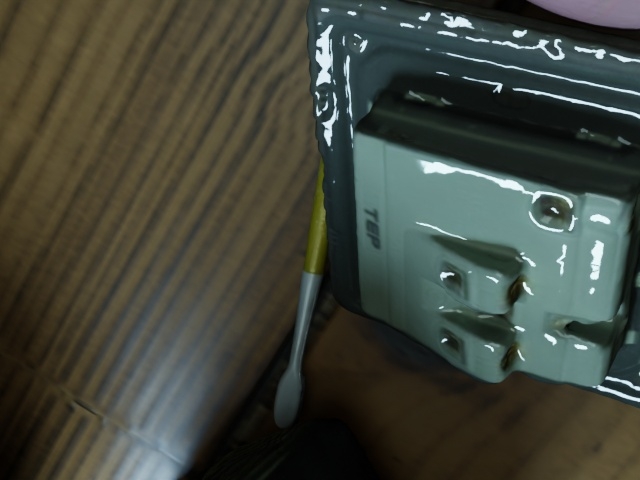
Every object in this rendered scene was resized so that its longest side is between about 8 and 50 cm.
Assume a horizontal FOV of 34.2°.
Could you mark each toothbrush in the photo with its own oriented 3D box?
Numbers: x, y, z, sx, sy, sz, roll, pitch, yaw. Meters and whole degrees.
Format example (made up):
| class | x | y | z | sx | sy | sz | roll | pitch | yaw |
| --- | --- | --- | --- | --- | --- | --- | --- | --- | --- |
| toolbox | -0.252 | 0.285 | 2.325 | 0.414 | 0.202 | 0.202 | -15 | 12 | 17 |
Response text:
| class | x | y | z | sx | sy | sz | roll | pitch | yaw |
| --- | --- | --- | --- | --- | --- | --- | --- | --- | --- |
| toothbrush | 0.000 | 0.000 | 0.731 | 0.021 | 0.024 | 0.288 | 12 | 107 | 5 |

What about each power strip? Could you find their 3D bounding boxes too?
| class | x | y | z | sx | sy | sz | roll | pitch | yaw |
| --- | --- | --- | --- | --- | --- | --- | --- | --- | --- |
| power strip | 0.099 | -0.006 | 0.606 | 0.251 | 0.092 | 0.257 | 22 | 138 | 29 |

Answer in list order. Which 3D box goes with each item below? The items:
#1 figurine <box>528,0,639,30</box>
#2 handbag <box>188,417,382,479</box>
| class | x | y | z | sx | sy | sz | roll | pitch | yaw |
| --- | --- | --- | --- | --- | --- | --- | --- | --- | --- |
| figurine | 0.164 | -0.218 | 0.521 | 0.269 | 0.261 | 0.211 | 33 | 127 | -7 |
| handbag | -0.080 | 0.299 | 0.691 | 0.240 | 0.340 | 0.247 | -29 | 97 | 36 |
